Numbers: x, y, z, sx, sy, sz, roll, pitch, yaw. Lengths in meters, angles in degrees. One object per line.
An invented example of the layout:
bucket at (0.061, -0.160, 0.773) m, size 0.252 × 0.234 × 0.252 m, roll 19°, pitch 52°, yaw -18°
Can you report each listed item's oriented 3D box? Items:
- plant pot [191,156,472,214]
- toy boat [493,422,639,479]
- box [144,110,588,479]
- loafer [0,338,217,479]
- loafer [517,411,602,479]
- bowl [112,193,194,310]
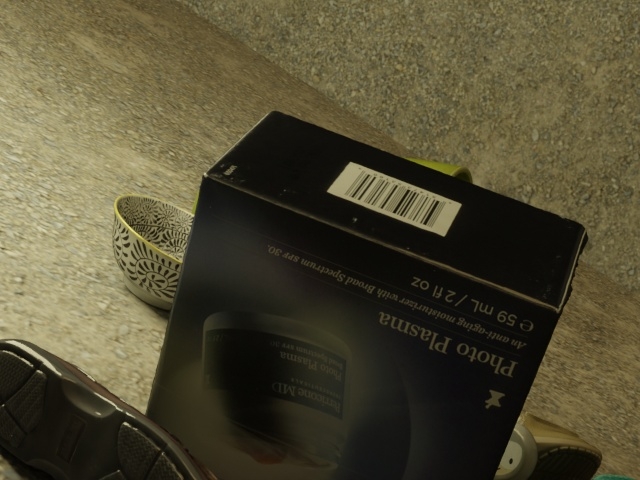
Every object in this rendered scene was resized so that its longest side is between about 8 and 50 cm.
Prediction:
plant pot at (0.000, 0.000, 1.583) m, size 0.293 × 0.275 × 0.275 m, roll 19°, pitch 12°, yaw 17°
toy boat at (0.286, 0.276, 1.310) m, size 0.318 × 0.148 × 0.267 m, roll 14°, pitch -6°, yaw -19°
box at (0.031, 0.093, 1.106) m, size 0.296 × 0.294 × 0.183 m, roll 21°, pitch 28°, yaw 9°
loafer at (-0.150, 0.173, 1.019) m, size 0.302 × 0.109 × 0.095 m, roll 36°, pitch 12°, yaw 29°
loafer at (0.214, 0.234, 1.481) m, size 0.268 × 0.102 × 0.092 m, roll 17°, pitch 27°, yaw -39°
bowl at (-0.170, 0.026, 1.463) m, size 0.170 × 0.080 × 0.170 m, roll 27°, pitch 17°, yaw -9°
